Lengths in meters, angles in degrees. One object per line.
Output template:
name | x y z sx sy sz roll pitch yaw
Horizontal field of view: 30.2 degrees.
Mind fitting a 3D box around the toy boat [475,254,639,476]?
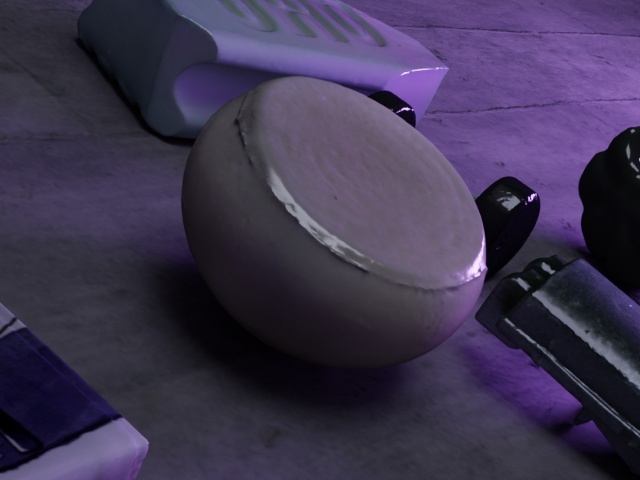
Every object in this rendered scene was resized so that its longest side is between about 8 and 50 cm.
toy boat | 0.269 0.135 0.934 0.319 0.092 0.141 42 28 16

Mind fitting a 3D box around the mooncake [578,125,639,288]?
mooncake | 0.349 -0.034 1.241 0.104 0.169 0.175 9 15 -29

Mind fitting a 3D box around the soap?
soap | -0.046 -0.183 1.204 0.346 0.115 0.208 4 33 -40

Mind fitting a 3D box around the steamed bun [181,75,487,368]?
steamed bun | 0.000 0.000 0.862 0.231 0.145 0.232 25 36 -20

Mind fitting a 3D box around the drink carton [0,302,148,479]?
drink carton | -0.211 0.079 0.564 0.222 0.102 0.134 39 30 24

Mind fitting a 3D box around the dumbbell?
dumbbell | 0.105 -0.053 1.116 0.191 0.100 0.100 39 28 24
